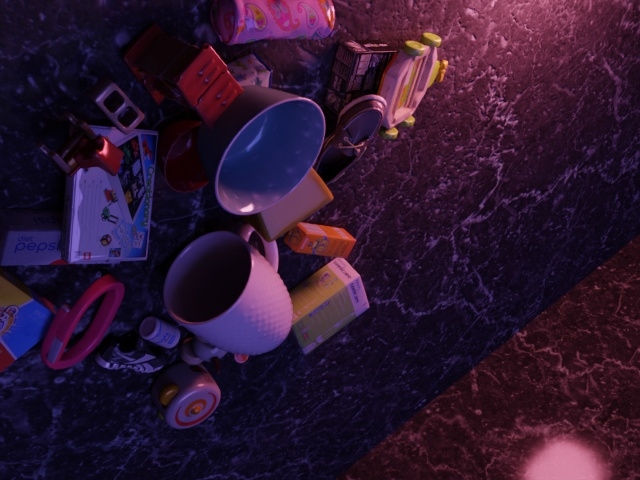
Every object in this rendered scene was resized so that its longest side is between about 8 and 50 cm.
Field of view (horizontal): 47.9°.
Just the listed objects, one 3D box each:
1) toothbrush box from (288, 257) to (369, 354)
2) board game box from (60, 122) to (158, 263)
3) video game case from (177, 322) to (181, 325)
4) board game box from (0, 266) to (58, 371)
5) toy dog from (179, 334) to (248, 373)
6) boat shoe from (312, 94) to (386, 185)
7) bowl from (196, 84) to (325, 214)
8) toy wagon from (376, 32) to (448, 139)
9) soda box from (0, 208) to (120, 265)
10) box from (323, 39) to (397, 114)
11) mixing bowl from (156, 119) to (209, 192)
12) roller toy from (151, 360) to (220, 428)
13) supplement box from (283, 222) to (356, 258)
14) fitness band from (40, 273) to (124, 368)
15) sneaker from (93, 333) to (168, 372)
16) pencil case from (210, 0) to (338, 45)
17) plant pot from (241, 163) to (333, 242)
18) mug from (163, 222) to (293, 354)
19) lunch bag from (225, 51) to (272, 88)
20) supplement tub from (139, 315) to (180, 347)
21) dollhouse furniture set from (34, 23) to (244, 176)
[{"bbox_3d":[0.007,0.218,2.418,0.283,0.122,0.206,-34,142,-11],"label":"toothbrush box"},{"bbox_3d":[-0.474,-0.104,1.624,0.193,0.053,0.305,-1,104,-42],"label":"board game box"},{"bbox_3d":[-0.313,0.140,2.125,0.227,0.026,0.206,-16,135,-33],"label":"video game case"},{"bbox_3d":[-0.795,0.177,1.676,0.242,0.064,0.316,-40,143,-6],"label":"board game box"},{"bbox_3d":[-0.258,0.309,2.209,0.333,0.161,0.220,-23,154,-22],"label":"toy dog"},{"bbox_3d":[0.072,-0.260,1.923,0.116,0.097,0.324,21,143,-23],"label":"boat shoe"},{"bbox_3d":[-0.156,-0.228,1.639,0.311,0.163,0.311,-33,149,-23],"label":"bowl"},{"bbox_3d":[0.256,-0.440,2.001,0.344,0.068,0.267,-40,152,-50],"label":"toy wagon"},{"bbox_3d":[-0.596,-0.007,1.661,0.286,0.091,0.098,1,125,-43],"label":"soda box"},{"bbox_3d":[0.105,-0.433,1.914,0.147,0.077,0.180,-13,133,-35],"label":"box"},{"bbox_3d":[-0.319,-0.215,1.702,0.181,0.098,0.181,-33,145,-28],"label":"mixing bowl"},{"bbox_3d":[-0.418,0.486,2.258,0.191,0.146,0.209,-23,138,-26],"label":"roller toy"},{"bbox_3d":[0.000,0.000,2.238,0.233,0.080,0.078,8,117,-44],"label":"supplement box"},{"bbox_3d":[-0.605,0.211,1.834,0.291,0.054,0.209,-58,170,20],"label":"fitness band"},{"bbox_3d":[-0.520,0.318,2.057,0.234,0.078,0.106,14,118,-47],"label":"sneaker"},{"bbox_3d":[-0.102,-0.502,1.623,0.284,0.124,0.124,-14,134,-36],"label":"pencil case"},{"bbox_3d":[-0.129,-0.161,1.872,0.212,0.212,0.187,-35,129,-12],"label":"plant pot"},{"bbox_3d":[-0.212,0.129,1.997,0.328,0.276,0.374,49,50,-50],"label":"mug"},{"bbox_3d":[-0.189,-0.350,1.716,0.128,0.096,0.151,-28,156,-25],"label":"lunch bag"},{"bbox_3d":[-0.461,0.263,2.065,0.071,0.071,0.107,-46,143,3],"label":"supplement tub"},{"bbox_3d":[-0.370,-0.253,1.490,0.374,0.201,0.152,-51,144,-11],"label":"dollhouse furniture set"}]
